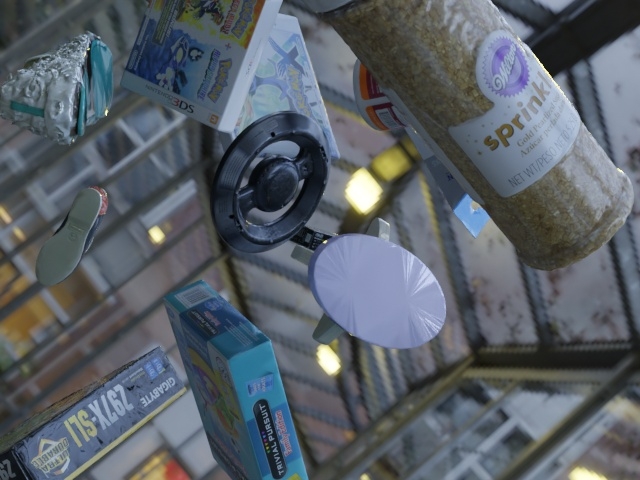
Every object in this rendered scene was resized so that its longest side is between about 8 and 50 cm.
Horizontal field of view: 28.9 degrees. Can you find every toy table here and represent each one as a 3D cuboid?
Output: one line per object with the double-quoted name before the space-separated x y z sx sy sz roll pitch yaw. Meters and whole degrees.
"toy table" 0.077 0.079 2.206 0.274 0.252 0.161 42 -9 -22

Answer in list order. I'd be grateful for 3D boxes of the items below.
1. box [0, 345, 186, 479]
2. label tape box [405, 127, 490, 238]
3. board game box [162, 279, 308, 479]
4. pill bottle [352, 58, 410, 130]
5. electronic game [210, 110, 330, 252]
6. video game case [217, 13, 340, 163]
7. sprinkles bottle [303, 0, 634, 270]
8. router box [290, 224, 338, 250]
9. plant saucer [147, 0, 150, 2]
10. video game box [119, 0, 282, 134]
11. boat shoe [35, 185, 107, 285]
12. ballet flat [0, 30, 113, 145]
"box" -0.350 0.264 1.551 0.079 0.257 0.322 58 29 -2
"label tape box" 0.282 -0.208 2.416 0.347 0.115 0.249 58 31 -7
"board game box" -0.130 0.261 1.977 0.254 0.079 0.336 35 -36 55
"pill bottle" 0.166 -0.228 1.730 0.221 0.121 0.121 -8 -51 31
"electronic game" -0.073 -0.087 1.876 0.048 0.229 0.229 31 -22 39
"video game case" -0.112 -0.310 2.415 0.036 0.300 0.329 -29 -110 38
"sprinkles bottle" 0.119 -0.133 1.030 0.355 0.121 0.121 47 -10 -23
"router box" 0.000 0.000 2.351 0.122 0.038 0.092 17 3 -40
"plant saucer" -0.283 -0.429 2.172 0.198 0.036 0.198 39 6 -5
"video game box" -0.170 -0.278 1.742 0.187 0.205 0.048 25 10 23
"boat shoe" -0.302 -0.005 1.517 0.049 0.137 0.043 29 6 0
"ballet flat" -0.389 -0.232 1.822 0.147 0.147 0.409 54 5 -12
